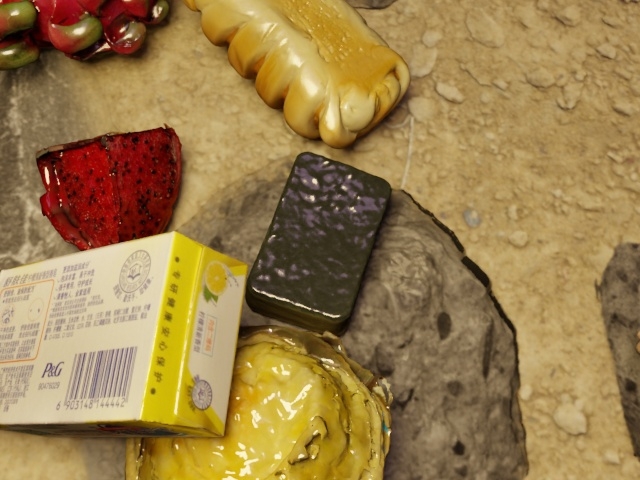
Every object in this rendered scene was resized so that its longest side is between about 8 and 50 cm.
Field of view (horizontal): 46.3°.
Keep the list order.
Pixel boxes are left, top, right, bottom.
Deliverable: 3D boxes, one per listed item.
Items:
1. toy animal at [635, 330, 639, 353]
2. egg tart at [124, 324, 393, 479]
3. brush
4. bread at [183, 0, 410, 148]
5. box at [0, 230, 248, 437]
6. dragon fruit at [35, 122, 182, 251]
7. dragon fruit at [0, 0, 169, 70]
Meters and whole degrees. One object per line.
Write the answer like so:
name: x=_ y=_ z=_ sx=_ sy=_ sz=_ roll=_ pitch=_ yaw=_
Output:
toy animal: x=0.444 y=0.183 z=0.779 sx=0.154 sy=0.166 sz=0.250 roll=-21 pitch=66 yaw=17
egg tart: x=-0.062 y=0.183 z=0.707 sx=0.290 sy=0.107 sz=0.291 roll=-6 pitch=50 yaw=8
brush: x=0.000 y=0.000 z=0.856 sx=0.123 sy=0.059 sz=0.197 roll=19 pitch=68 yaw=1
bread: x=-0.039 y=-0.250 z=0.911 sx=0.173 sy=0.121 sz=0.311 roll=-36 pitch=81 yaw=-34
box: x=-0.204 y=0.098 z=0.702 sx=0.265 sy=0.097 sz=0.168 roll=-12 pitch=61 yaw=34
dragon fruit: x=-0.232 y=-0.049 z=0.853 sx=0.127 sy=0.120 sz=0.161 roll=-11 pitch=95 yaw=-51
dragon fruit: x=-0.299 y=-0.303 z=0.879 sx=0.218 sy=0.198 sz=0.273 roll=50 pitch=55 yaw=-18
